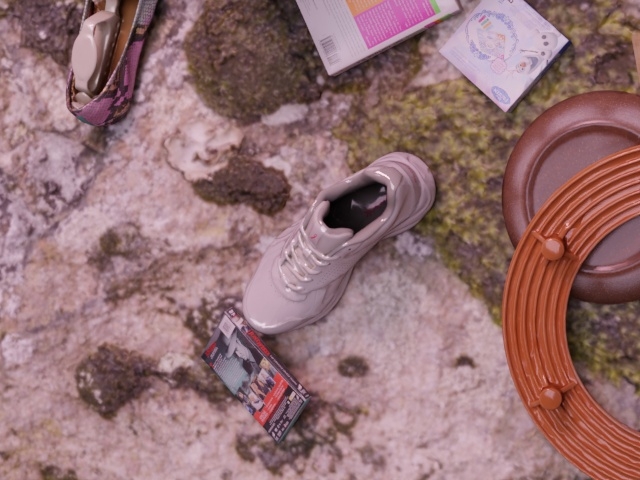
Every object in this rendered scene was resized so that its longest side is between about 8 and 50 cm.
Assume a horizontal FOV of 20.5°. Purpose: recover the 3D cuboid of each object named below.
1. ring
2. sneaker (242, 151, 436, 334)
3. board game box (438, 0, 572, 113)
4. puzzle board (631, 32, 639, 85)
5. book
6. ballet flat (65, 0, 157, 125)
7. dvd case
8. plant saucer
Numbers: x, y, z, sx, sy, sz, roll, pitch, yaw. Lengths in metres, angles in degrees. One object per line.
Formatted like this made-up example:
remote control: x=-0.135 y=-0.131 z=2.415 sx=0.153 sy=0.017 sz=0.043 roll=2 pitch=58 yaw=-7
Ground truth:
ring: x=0.326 y=0.078 z=1.580 sx=0.337 sy=0.032 sz=0.336 roll=2 pitch=99 yaw=15
sneaker: x=0.000 y=0.000 z=1.681 sx=0.232 sy=0.115 sz=0.090 roll=-47 pitch=75 yaw=14
board game box: x=0.174 y=-0.183 z=1.671 sx=0.090 sy=0.020 sz=0.090 roll=45 pitch=103 yaw=14
puzzle board: x=0.353 y=-0.152 z=1.611 sx=0.128 sy=0.011 sz=0.096 roll=-10 pitch=87 yaw=20
book: x=0.054 y=-0.232 z=1.710 sx=0.144 sy=0.035 sz=0.096 roll=-25 pitch=84 yaw=18
ballet flat: x=-0.211 y=-0.224 z=1.780 sx=0.077 sy=0.079 sz=0.221 roll=14 pitch=94 yaw=20
dvd case: x=-0.064 y=0.132 z=1.733 sx=0.119 sy=0.013 sz=0.087 roll=46 pitch=141 yaw=14
plant saucer: x=0.258 y=-0.039 z=1.625 sx=0.199 sy=0.036 sz=0.198 roll=1 pitch=93 yaw=21
